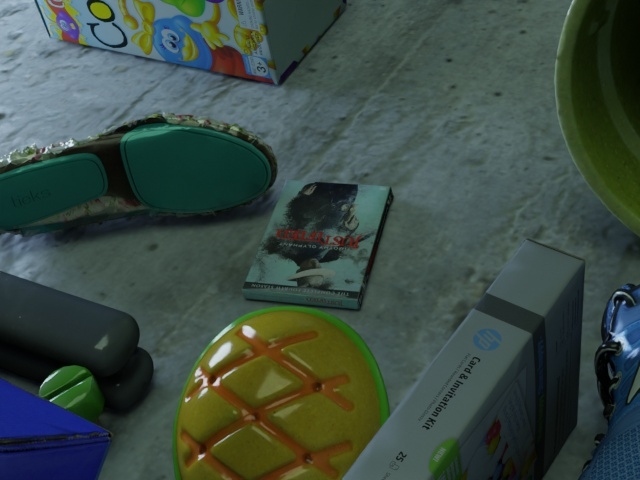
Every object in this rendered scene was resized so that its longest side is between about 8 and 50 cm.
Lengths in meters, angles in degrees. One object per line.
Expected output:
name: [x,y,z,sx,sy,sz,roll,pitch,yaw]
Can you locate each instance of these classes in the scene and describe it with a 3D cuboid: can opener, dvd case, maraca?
can opener: [-0.233,0.031,0.694,0.283,0.076,0.095,15,50,23]
dvd case: [0.000,0.000,0.723,0.087,0.013,0.119,5,47,16]
maraca: [-0.025,0.126,0.545,0.127,0.099,0.185,0,71,18]

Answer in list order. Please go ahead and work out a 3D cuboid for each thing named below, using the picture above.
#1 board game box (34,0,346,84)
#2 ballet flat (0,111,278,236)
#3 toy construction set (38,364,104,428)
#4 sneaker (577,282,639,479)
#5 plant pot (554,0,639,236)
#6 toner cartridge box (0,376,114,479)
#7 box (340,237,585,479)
board game box: [-0.135,-0.266,0.928,0.275,0.142,0.144,16,50,25]
ballet flat: [-0.154,-0.059,0.769,0.241,0.091,0.077,-6,22,0]
toy construction set: [-0.334,0.085,0.542,0.309,0.237,0.257,16,50,26]
sneaker: [0.196,0.106,0.519,0.330,0.129,0.147,-34,34,-26]
plant pot: [0.324,-0.151,0.663,0.276,0.276,0.254,10,36,21]
toner cartridge box: [-0.220,0.203,0.367,0.165,0.075,0.347,21,90,22]
box: [0.077,0.111,0.500,0.038,0.145,0.186,23,53,32]
